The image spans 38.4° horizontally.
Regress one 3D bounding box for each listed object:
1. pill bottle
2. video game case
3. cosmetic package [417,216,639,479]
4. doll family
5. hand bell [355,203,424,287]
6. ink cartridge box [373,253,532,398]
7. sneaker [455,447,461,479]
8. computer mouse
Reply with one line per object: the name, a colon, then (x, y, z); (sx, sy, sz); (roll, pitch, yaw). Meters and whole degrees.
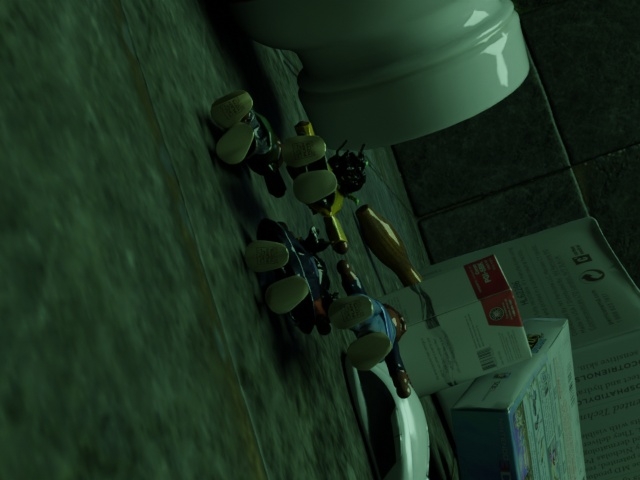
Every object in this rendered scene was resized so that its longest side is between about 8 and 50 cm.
pill bottle: (0.008, -0.281, 0.636); (0.229, 0.229, 0.407); (-90, 160, -66)
video game case: (0.214, 0.245, 0.941); (0.244, 0.061, 0.269); (-30, 114, -60)
cosmetic package: (0.364, 0.238, 1.474); (0.329, 0.328, 0.393); (-95, 165, -61)
doll family: (0.000, 0.000, 0.518); (0.111, 0.076, 0.193); (45, 32, -82)
hand bell: (0.115, 0.051, 1.124); (0.242, 0.126, 0.126); (55, 14, -25)
ink cartridge box: (0.118, 0.085, 0.866); (0.056, 0.135, 0.099); (-104, 171, -52)
sneaker: (0.214, 0.338, 1.114); (0.081, 0.080, 0.211); (72, 11, -67)
computer mouse: (0.063, 0.162, 0.646); (0.106, 0.042, 0.193); (43, 29, -71)
